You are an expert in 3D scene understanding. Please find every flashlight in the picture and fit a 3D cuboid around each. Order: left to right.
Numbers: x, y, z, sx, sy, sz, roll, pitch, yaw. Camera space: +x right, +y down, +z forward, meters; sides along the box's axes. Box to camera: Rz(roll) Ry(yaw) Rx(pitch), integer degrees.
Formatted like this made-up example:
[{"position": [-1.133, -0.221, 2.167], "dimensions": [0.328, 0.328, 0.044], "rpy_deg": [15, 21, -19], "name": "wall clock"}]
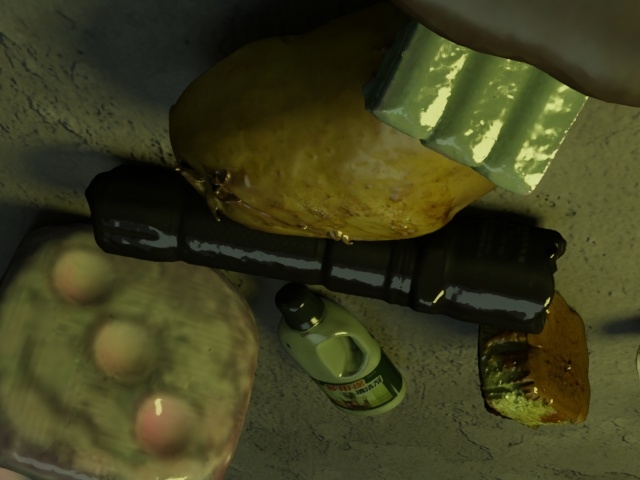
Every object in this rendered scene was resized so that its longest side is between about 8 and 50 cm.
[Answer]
[{"position": [0.000, 0.000, 0.859], "dimensions": [0.423, 0.103, 0.103], "rpy_deg": [11, 148, 6], "name": "flashlight"}]

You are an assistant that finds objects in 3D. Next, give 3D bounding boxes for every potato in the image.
[{"position": [0.036, -0.081, 0.671], "dimensions": [0.300, 0.140, 0.173], "rpy_deg": [-14, 127, 26], "name": "potato"}]

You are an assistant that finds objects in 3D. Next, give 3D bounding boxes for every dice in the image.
[{"position": [-0.236, 0.160, 1.014], "dimensions": [0.271, 0.270, 0.270], "rpy_deg": [22, 145, -15], "name": "dice"}]

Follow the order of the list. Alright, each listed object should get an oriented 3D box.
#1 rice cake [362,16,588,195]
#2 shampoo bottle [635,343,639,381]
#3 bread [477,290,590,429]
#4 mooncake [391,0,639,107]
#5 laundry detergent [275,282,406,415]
[{"position": [0.124, -0.146, 0.524], "dimensions": [0.127, 0.043, 0.237], "rpy_deg": [23, 111, -15], "name": "rice cake"}, {"position": [0.397, 0.102, 0.903], "dimensions": [0.192, 0.074, 0.074], "rpy_deg": [-7, 143, 31], "name": "shampoo bottle"}, {"position": [0.208, 0.112, 0.926], "dimensions": [0.069, 0.128, 0.140], "rpy_deg": [-17, 149, 36], "name": "bread"}, {"position": [0.118, -0.214, 0.368], "dimensions": [0.305, 0.154, 0.306], "rpy_deg": [0, 125, 1], "name": "mooncake"}, {"position": [0.014, 0.116, 1.054], "dimensions": [0.099, 0.070, 0.226], "rpy_deg": [2, 146, 30], "name": "laundry detergent"}]
